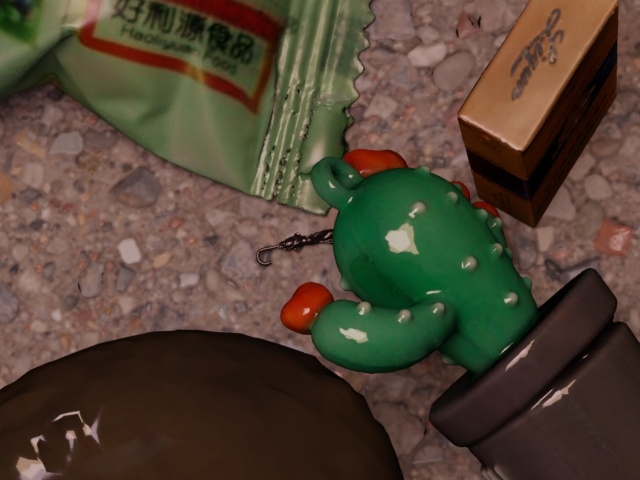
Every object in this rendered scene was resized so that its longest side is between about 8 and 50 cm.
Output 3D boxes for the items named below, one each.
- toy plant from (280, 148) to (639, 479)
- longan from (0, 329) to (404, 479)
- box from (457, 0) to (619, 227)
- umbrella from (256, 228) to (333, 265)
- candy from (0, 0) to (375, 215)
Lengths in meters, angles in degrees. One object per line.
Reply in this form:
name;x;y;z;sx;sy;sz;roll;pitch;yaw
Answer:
toy plant;0.137;0.079;1.439;0.279;0.185;0.400;-39;88;-30
longan;-0.137;0.277;1.357;0.404;0.404;0.436;14;86;11
box;0.189;-0.116;1.483;0.070;0.237;0.152;31;83;17
umbrella;-0.001;-0.003;1.598;0.122;0.013;0.022;-17;87;3
candy;-0.151;-0.193;1.612;0.397;0.172;0.263;15;89;-9
